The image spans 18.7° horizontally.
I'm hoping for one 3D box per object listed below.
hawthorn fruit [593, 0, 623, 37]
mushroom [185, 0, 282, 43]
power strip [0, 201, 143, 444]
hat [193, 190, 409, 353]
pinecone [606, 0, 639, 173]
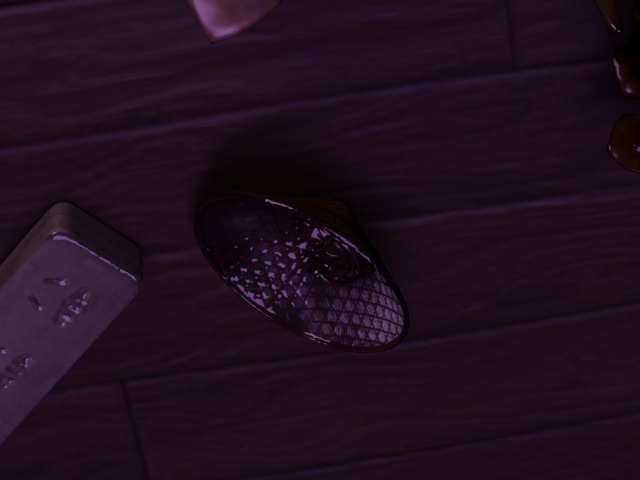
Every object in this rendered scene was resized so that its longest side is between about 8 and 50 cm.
[{"bbox_3d":[0.144,-0.256,1.284,0.230,0.210,0.266,-27,87,-4],"label":"hawthorn fruit"},{"bbox_3d":[-0.052,-0.252,1.311,0.173,0.162,0.236,-18,125,9],"label":"mushroom"},{"bbox_3d":[-0.262,0.094,1.589,0.093,0.053,0.288,32,114,-24],"label":"power strip"},{"bbox_3d":[0.000,0.000,1.539,0.193,0.082,0.193,24,152,13],"label":"hat"},{"bbox_3d":[0.319,-0.121,1.401,0.202,0.229,0.201,-7,163,-35],"label":"pinecone"}]
